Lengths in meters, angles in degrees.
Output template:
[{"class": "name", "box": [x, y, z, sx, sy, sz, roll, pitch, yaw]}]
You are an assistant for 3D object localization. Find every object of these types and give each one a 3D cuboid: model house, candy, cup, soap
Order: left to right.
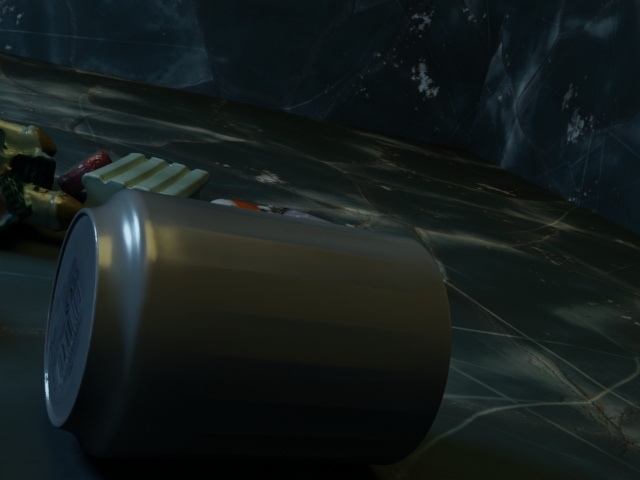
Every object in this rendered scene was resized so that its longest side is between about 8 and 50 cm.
[{"class": "model house", "box": [-0.471, -0.098, 1.391, 0.291, 0.185, 0.253, 17, 8, -9]}, {"class": "candy", "box": [-0.415, -0.119, 1.687, 0.043, 0.103, 0.103, 56, 5, -15]}, {"class": "soap", "box": [-0.299, -0.078, 1.646, 0.159, 0.088, 0.265, 15, 14, 2]}, {"class": "cup", "box": [-0.093, 0.094, 0.932, 0.326, 0.237, 0.322, 8, -14, -25]}]

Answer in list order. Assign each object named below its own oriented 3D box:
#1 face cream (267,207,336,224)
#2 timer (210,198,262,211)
[{"class": "face cream", "box": [0.000, 0.000, 1.673, 0.229, 0.075, 0.075, 21, 15, 24]}, {"class": "timer", "box": [-0.127, -0.016, 1.552, 0.136, 0.099, 0.136, 13, 26, -7]}]
